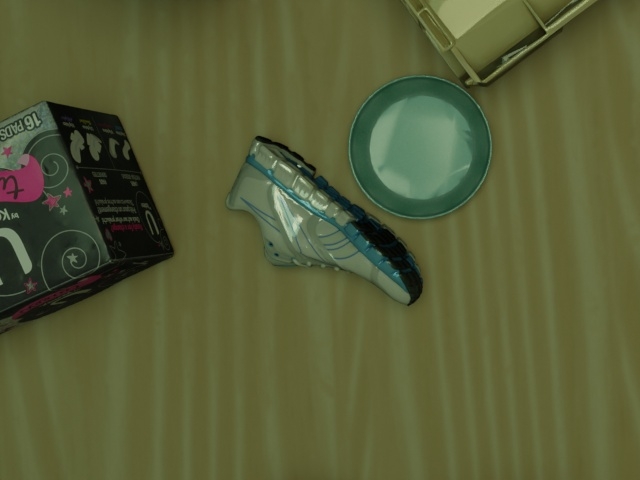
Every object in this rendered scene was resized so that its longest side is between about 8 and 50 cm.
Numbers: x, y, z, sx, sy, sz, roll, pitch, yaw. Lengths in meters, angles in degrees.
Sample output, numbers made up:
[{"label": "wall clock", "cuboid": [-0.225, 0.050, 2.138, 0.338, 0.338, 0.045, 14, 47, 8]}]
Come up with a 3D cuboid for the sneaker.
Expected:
[{"label": "sneaker", "cuboid": [0.000, 0.000, 0.997, 0.190, 0.071, 0.083, 40, 105, 14]}]

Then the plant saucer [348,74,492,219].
[{"label": "plant saucer", "cuboid": [0.083, -0.077, 0.994, 0.119, 0.021, 0.119, 1, 94, 10]}]

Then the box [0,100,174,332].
[{"label": "box", "cuboid": [-0.274, 0.003, 0.990, 0.247, 0.163, 0.142, -25, 87, 11]}]

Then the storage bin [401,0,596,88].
[{"label": "storage bin", "cuboid": [0.148, -0.293, 0.920, 0.262, 0.123, 0.260, -36, 87, 9]}]
